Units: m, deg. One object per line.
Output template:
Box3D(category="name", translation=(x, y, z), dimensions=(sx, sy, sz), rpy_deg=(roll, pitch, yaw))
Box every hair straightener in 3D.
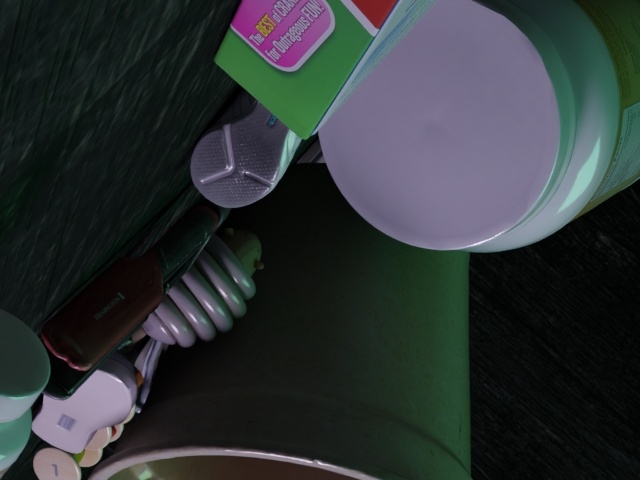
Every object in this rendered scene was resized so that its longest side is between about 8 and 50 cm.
Box3D(category="hair straightener", translation=(-0.126, 0.029, 1.150), dimensions=(0.089, 0.047, 0.230), rpy_deg=(-50, -177, 44))

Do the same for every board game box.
Box3D(category="board game box", translation=(0.081, -0.201, 0.762), dimensions=(0.242, 0.064, 0.316), rpy_deg=(-49, 178, -25))

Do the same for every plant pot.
Box3D(category="plant pot", translation=(-0.001, 0.118, 1.448), dimensions=(0.334, 0.334, 0.305), rpy_deg=(129, -22, -55))

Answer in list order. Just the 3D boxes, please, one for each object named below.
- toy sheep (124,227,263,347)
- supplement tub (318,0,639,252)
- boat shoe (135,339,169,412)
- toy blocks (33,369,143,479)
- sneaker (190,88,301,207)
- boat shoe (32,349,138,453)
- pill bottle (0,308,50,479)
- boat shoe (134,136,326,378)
Box3D(category="toy sheep", translation=(-0.098, 0.039, 1.305), dimensions=(0.132, 0.091, 0.091), rpy_deg=(-43, 178, -9))
Box3D(category="supplement tub", translation=(0.150, -0.117, 1.388), dimensions=(0.228, 0.228, 0.316), rpy_deg=(-50, 168, 26))
Box3D(category="boat shoe", translation=(-0.132, 0.135, 1.783), dimensions=(0.103, 0.118, 0.320), rpy_deg=(-38, 159, -50))
Box3D(category="toy blocks", translation=(-0.220, 0.175, 1.755), dimensions=(0.123, 0.054, 0.148), rpy_deg=(-52, 179, 32))
Box3D(category="sneaker", translation=(-0.025, -0.078, 1.033), dimensions=(0.152, 0.054, 0.061), rpy_deg=(-51, -179, 36))
Box3D(category="boat shoe", translation=(-0.178, 0.116, 1.360), dimensions=(0.063, 0.066, 0.184), rpy_deg=(-65, -176, -29))
Box3D(category="pill bottle", translation=(-0.163, 0.083, 0.722), dimensions=(0.120, 0.067, 0.067), rpy_deg=(-50, 179, 31))
Box3D(category="boat shoe", translation=(0.000, 0.000, 1.952), dimensions=(0.500, 0.156, 0.187), rpy_deg=(-51, 177, -6))
